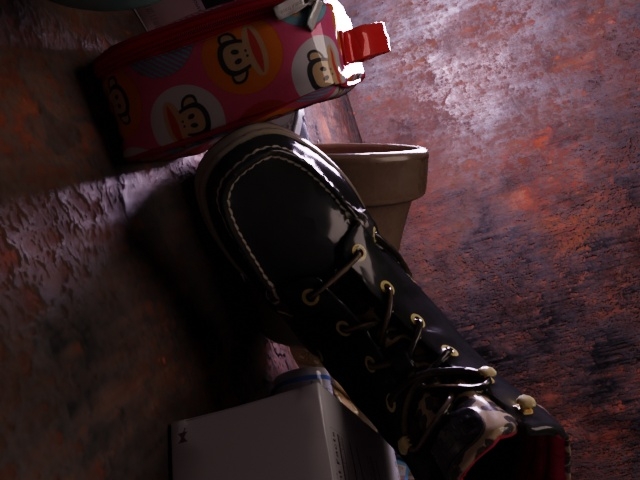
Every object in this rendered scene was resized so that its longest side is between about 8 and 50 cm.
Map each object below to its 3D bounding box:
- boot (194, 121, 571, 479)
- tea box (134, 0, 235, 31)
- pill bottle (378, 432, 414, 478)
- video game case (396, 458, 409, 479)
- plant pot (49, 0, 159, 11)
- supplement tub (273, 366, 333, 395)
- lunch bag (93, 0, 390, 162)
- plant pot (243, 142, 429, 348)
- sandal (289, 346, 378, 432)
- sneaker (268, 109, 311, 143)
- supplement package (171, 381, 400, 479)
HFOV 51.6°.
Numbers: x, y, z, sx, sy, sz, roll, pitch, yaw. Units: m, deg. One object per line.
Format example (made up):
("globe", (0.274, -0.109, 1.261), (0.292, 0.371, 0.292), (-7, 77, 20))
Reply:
("boot", (0.058, 0.086, 0.569), (0.284, 0.138, 0.377), (46, -10, 50))
("tea box", (-0.082, -0.440, 0.781), (0.220, 0.323, 0.329), (61, 17, -45))
("pill bottle", (0.102, 0.237, 1.038), (0.265, 0.153, 0.153), (53, 19, -25))
("video game case", (0.060, 0.325, 0.902), (0.166, 0.119, 0.015), (-31, 140, -78))
("plant pot", (-0.153, -0.281, 0.430), (0.196, 0.292, 0.293), (112, -31, -65))
("supplement tub", (-0.015, 0.211, 0.793), (0.071, 0.071, 0.107), (49, 26, -64))
("lunch bag", (-0.057, -0.171, 0.669), (0.293, 0.258, 0.120), (-64, 138, -74))
("plant pot", (0.000, 0.000, 0.806), (0.263, 0.262, 0.230), (-53, 142, -76))
("sandal", (0.002, 0.223, 0.900), (0.079, 0.088, 0.240), (-54, 135, -34))
("sneaker", (-0.035, -0.138, 1.120), (0.163, 0.086, 0.226), (29, 54, -59))
("supplement package", (-0.014, 0.238, 0.591), (0.244, 0.139, 0.134), (54, 22, -55))
